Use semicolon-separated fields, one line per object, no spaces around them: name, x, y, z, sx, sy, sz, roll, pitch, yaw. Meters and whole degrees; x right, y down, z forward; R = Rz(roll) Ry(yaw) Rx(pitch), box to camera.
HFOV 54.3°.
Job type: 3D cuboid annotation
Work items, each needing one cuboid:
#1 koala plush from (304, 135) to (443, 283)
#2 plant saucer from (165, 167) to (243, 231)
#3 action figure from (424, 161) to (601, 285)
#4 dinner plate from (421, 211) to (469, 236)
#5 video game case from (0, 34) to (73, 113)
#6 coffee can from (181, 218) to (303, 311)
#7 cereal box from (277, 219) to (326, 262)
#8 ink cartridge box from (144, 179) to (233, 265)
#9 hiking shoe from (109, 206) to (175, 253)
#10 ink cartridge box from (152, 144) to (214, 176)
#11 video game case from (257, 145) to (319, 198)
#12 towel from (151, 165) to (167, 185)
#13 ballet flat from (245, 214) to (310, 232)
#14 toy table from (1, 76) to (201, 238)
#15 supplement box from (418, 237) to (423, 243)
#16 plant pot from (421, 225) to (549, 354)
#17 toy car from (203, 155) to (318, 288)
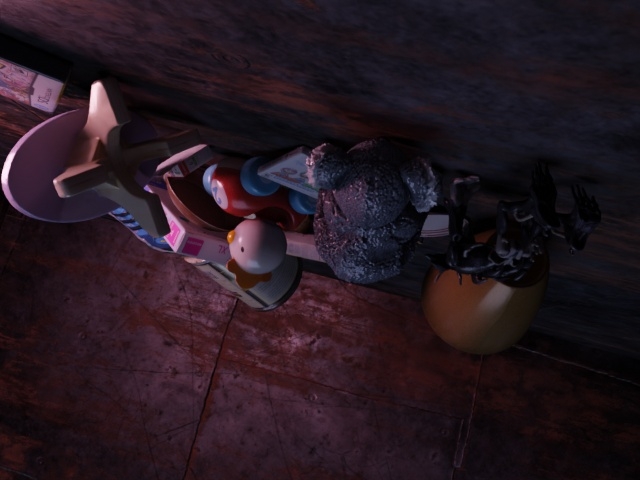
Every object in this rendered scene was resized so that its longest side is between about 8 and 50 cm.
koala plush;0.073;-0.059;0.853;0.196;0.203;0.221;14;160;4
plant saucer;-0.252;-0.085;1.328;0.199;0.036;0.198;37;-157;-19
action figure;0.262;-0.017;0.902;0.164;0.140;0.276;16;157;-19
dinner plate;0.214;-0.033;1.205;0.141;0.017;0.141;-1;162;0
video game case;-0.532;-0.279;0.948;0.275;0.035;0.248;19;172;-26
coffee can;-0.205;0.040;1.657;0.202;0.201;0.275;8;154;42
cereal box;0.000;0.000;1.581;0.240;0.047;0.173;11;-159;24
ink cartridge box;-0.291;-0.042;1.405;0.186;0.065;0.311;18;-163;-40
hiking shoe;-0.436;-0.065;1.508;0.304;0.113;0.132;27;166;5
ink cartridge box;-0.260;-0.139;1.155;0.063;0.115;0.029;8;130;46
video game case;-0.008;-0.111;1.085;0.157;0.019;0.143;20;160;-31
towel;-0.439;-0.158;1.630;0.313;0.056;0.324;12;170;0
ballet flat;-0.119;-0.078;1.525;0.206;0.073;0.067;14;144;-14
toy table;-0.335;-0.122;0.991;0.161;0.274;0.252;4;128;42
supplement box;0.177;-0.025;1.339;0.083;0.043;0.055;12;173;30
plant pot;0.333;0.077;1.199;0.237;0.237;0.254;15;159;4
toy car;-0.134;-0.025;1.224;0.210;0.237;0.219;20;170;-32
